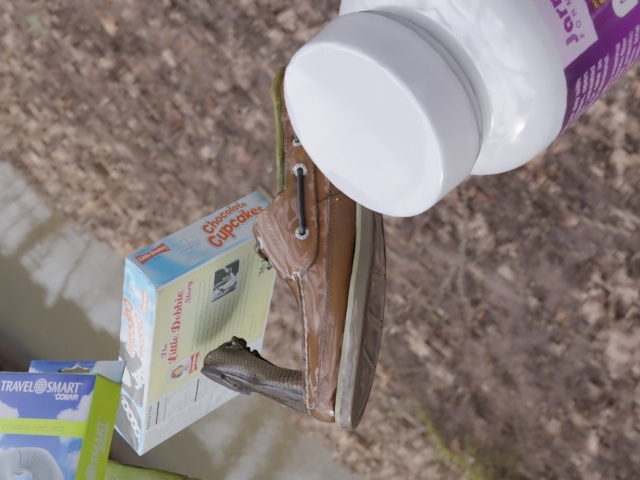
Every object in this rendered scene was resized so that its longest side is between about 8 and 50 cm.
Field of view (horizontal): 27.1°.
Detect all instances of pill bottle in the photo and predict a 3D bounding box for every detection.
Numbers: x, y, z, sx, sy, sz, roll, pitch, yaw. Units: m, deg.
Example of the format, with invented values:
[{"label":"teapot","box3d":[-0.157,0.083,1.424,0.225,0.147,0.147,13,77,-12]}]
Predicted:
[{"label":"pill bottle","box3d":[0.120,-0.149,0.872,0.169,0.301,0.169,31,145,25]}]

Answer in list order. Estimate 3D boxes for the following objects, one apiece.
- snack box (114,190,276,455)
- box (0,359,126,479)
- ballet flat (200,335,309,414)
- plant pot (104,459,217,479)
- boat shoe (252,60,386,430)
[{"label":"snack box","box3d":[-0.146,0.103,1.561,0.060,0.187,0.322,43,143,25]},{"label":"box","box3d":[-0.229,0.179,1.096,0.109,0.178,0.042,-2,157,27]},{"label":"ballet flat","box3d":[-0.041,0.147,1.447,0.084,0.058,0.250,39,161,-35]},{"label":"plant pot","box3d":[-0.195,0.347,1.300,0.276,0.253,0.276,11,169,2]},{"label":"boat shoe","box3d":[0.000,0.000,1.089,0.105,0.307,0.110,3,166,8]}]
